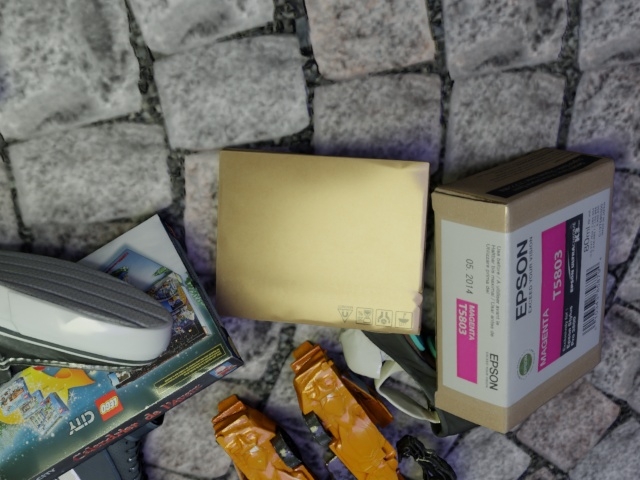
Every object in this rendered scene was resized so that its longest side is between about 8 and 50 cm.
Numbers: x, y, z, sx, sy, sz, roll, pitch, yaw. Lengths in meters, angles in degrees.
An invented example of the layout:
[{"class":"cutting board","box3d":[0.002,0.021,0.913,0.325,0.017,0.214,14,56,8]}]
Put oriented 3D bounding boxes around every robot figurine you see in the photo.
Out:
[{"class":"robot figurine","box3d":[0.023,0.259,0.927,0.211,0.085,0.291,-34,114,1]}]

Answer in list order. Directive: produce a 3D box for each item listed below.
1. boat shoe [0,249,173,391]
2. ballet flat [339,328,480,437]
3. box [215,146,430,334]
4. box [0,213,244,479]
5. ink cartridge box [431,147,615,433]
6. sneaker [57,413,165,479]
[{"class":"boat shoe","box3d":[-0.291,0.074,0.726,0.334,0.121,0.119,12,101,8]},{"class":"ballet flat","box3d":[0.084,0.119,0.886,0.096,0.095,0.280,-36,115,11]},{"class":"box","box3d":[0.000,0.000,0.797,0.201,0.021,0.165,4,99,11]},{"class":"box","box3d":[-0.209,0.104,0.777,0.233,0.044,0.159,-31,70,-1]},{"class":"ink cartridge box","box3d":[0.204,0.043,0.839,0.193,0.088,0.235,-22,117,-41]},{"class":"sneaker","box3d":[-0.180,0.206,0.854,0.163,0.086,0.226,-31,114,2]}]
